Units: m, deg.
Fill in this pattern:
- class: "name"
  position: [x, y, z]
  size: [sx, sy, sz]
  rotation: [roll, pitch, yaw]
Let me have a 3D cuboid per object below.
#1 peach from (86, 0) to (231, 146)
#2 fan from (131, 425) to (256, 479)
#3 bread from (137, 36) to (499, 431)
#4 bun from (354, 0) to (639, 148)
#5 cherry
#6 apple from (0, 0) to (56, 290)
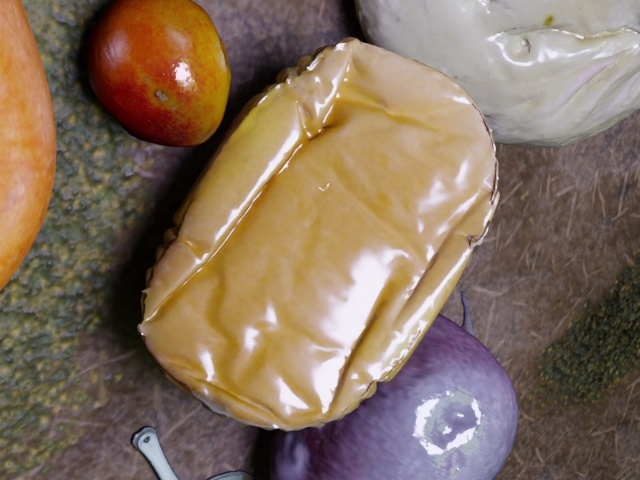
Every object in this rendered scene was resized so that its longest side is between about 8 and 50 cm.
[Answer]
- class: "peach"
  position: [-0.107, -0.112, 0.716]
  size: [0.100, 0.100, 0.101]
  rotation: [-18, 119, -36]
- class: "fan"
  position: [-0.113, 0.240, 0.924]
  size: [0.152, 0.008, 0.227]
  rotation: [-37, 130, -25]
- class: "bread"
  position: [0.000, 0.000, 0.789]
  size: [0.156, 0.204, 0.288]
  rotation: [78, 37, -86]
- class: "bun"
  position: [0.199, -0.228, 0.861]
  size: [0.361, 0.234, 0.326]
  rotation: [-14, 122, -31]
- class: "cherry"
  position: [0.066, 0.152, 0.916]
  size: [0.183, 0.213, 0.266]
  rotation: [44, 83, 1]
- class: "apple"
  position: [-0.261, -0.058, 0.485]
  size: [0.299, 0.275, 0.299]
  rotation: [-20, 118, -42]
